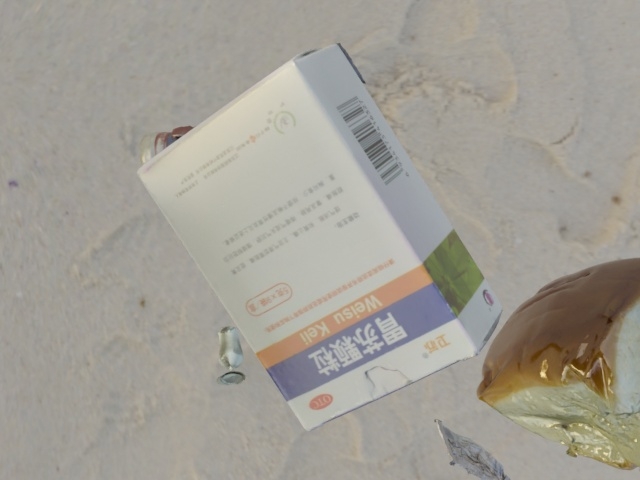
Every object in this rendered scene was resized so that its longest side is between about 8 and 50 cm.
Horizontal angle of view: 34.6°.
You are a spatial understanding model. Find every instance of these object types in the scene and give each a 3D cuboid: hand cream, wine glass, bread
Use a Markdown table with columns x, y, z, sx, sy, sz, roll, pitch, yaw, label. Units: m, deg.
| x | y | z | sx | sy | sz | roll | pitch | yaw | label |
| --- | --- | --- | --- | --- | --- | --- | --- | --- | --- |
| 0.242 | 0.347 | 1.500 | 0.050 | 0.084 | 0.257 | -30 | 129 | 13 | hand cream |
| -0.131 | 0.164 | 1.471 | 0.042 | 0.083 | 0.039 | -24 | 142 | 17 | wine glass |
| 0.358 | 0.158 | 1.317 | 0.225 | 0.279 | 0.250 | 52 | 52 | -12 | bread |

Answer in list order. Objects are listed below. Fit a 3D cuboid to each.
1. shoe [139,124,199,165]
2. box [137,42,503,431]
| x | y | z | sx | sy | sz | roll | pitch | yaw | label |
| --- | --- | --- | --- | --- | --- | --- | --- | --- | --- |
| -0.116 | -0.078 | 1.314 | 0.125 | 0.099 | 0.227 | -33 | 124 | 28 | shoe |
| 0.000 | 0.000 | 0.949 | 0.200 | 0.106 | 0.299 | -30 | 94 | 29 | box |
